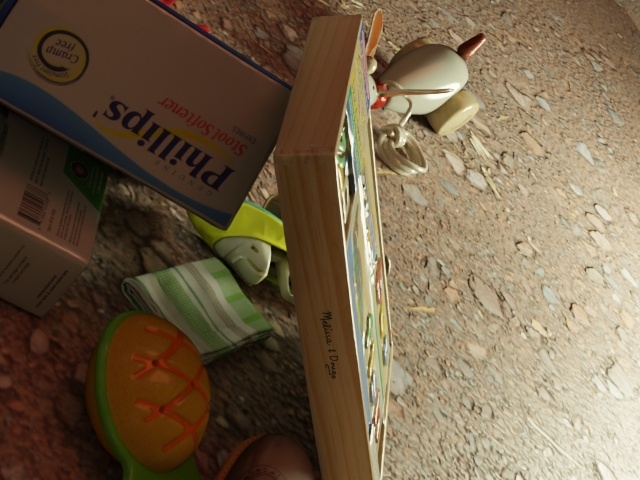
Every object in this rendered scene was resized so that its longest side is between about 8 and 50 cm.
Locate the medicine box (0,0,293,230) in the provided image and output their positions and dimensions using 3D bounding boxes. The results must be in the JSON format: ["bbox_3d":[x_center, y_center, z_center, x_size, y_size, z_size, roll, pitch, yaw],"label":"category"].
[{"bbox_3d":[-0.198,-0.155,1.131,0.263,0.149,0.289,30,-1,-23],"label":"medicine box"}]

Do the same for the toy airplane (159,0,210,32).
[{"bbox_3d":[-0.206,-0.300,1.544,0.151,0.028,0.151,29,35,-22],"label":"toy airplane"}]

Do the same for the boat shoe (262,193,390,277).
[{"bbox_3d":[0.000,0.000,1.395,0.178,0.064,0.060,31,2,-24],"label":"boat shoe"}]

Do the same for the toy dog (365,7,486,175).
[{"bbox_3d":[0.150,-0.256,1.787,0.220,0.161,0.334,43,30,-1],"label":"toy dog"}]

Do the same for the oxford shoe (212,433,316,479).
[{"bbox_3d":[-0.027,0.279,0.927,0.130,0.133,0.364,31,32,-20],"label":"oxford shoe"}]

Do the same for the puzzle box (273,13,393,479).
[{"bbox_3d":[0.024,0.027,1.114,0.052,0.409,0.272,-2,34,8],"label":"puzzle box"}]

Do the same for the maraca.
[{"bbox_3d":[-0.142,0.150,0.993,0.127,0.099,0.186,7,70,-56],"label":"maraca"}]

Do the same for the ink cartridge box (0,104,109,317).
[{"bbox_3d":[-0.305,-0.048,1.046,0.208,0.087,0.153,31,33,-23],"label":"ink cartridge box"}]

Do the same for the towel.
[{"bbox_3d":[-0.120,0.068,1.190,0.113,0.023,0.152,52,31,13],"label":"towel"}]

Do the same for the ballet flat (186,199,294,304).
[{"bbox_3d":[-0.049,0.023,1.291,0.231,0.077,0.077,28,50,-29],"label":"ballet flat"}]
